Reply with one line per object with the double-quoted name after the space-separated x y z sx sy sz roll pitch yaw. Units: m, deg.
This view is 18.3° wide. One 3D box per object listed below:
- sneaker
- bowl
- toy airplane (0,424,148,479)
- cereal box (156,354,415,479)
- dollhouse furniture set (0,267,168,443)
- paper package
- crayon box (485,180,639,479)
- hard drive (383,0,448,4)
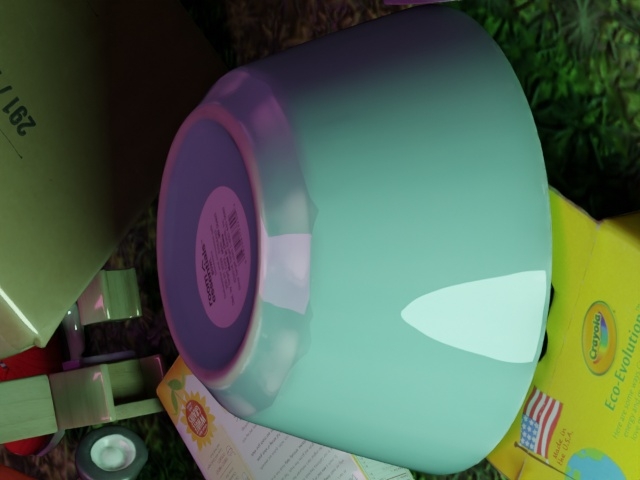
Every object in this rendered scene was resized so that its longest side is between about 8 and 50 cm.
-0.276 0.057 1.708 0.107 0.118 0.279 18 113 47 "sneaker"
0.000 0.000 1.276 0.311 0.163 0.311 180 90 -64 "bowl"
-0.157 0.356 1.529 0.384 0.272 0.386 0 117 59 "toy airplane"
-0.023 0.161 1.498 0.240 0.047 0.173 58 137 20 "cereal box"
-0.310 0.020 1.597 0.198 0.286 0.303 -14 86 46 "dollhouse furniture set"
-0.260 -0.126 1.418 0.168 0.309 0.325 -12 124 45 "paper package"
0.238 0.115 1.157 0.318 0.081 0.202 38 126 36 "crayon box"
0.125 -0.241 1.212 0.254 0.054 0.172 -6 95 50 "hard drive"
